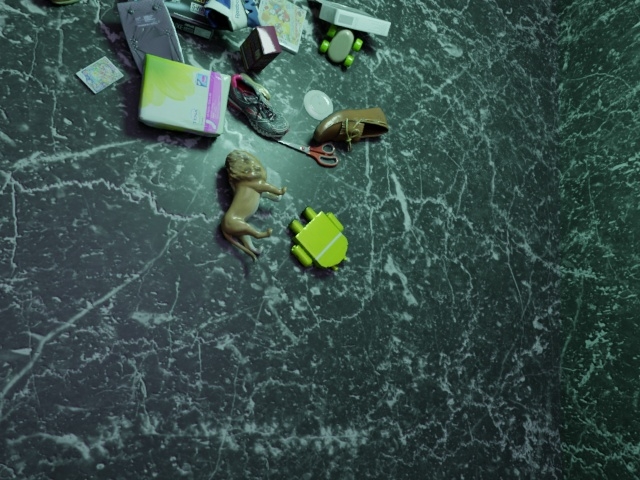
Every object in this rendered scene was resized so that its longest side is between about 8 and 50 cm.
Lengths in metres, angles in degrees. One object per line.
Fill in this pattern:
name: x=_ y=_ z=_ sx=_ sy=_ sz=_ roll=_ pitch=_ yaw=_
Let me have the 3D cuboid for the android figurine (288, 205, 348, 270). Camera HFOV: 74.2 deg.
android figurine: x=0.000 y=0.000 z=1.700 sx=0.273 sy=0.056 sz=0.248 roll=47 pitch=63 yaw=-10

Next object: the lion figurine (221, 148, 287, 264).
lion figurine: x=-0.276 y=-0.128 z=1.547 sx=0.240 sy=0.142 sz=0.392 roll=19 pitch=76 yaw=-14

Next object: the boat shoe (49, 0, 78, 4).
boat shoe: x=-0.821 y=-0.941 z=1.452 sx=0.122 sy=0.120 sz=0.324 roll=42 pitch=65 yaw=-12

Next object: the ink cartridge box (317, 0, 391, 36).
ink cartridge box: x=0.126 y=-1.009 z=1.908 sx=0.296 sy=0.066 sz=0.261 roll=-5 pitch=38 yaw=-33

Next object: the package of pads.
package of pads: x=-0.485 y=-0.501 z=1.510 sx=0.296 sy=0.101 sz=0.229 roll=7 pitch=94 yaw=-24

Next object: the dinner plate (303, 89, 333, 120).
dinner plate: x=-0.006 y=-0.592 z=1.843 sx=0.141 sy=0.017 sz=0.141 roll=6 pitch=75 yaw=-25

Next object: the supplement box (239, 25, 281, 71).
supplement box: x=-0.237 y=-0.747 z=1.653 sx=0.080 sy=0.188 sz=0.104 roll=-21 pitch=100 yaw=-29

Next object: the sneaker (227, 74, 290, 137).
sneaker: x=-0.247 y=-0.517 z=1.653 sx=0.299 sy=0.112 sz=0.121 roll=34 pitch=67 yaw=-17

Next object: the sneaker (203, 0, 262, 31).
sneaker: x=-0.365 y=-0.897 z=1.566 sx=0.182 sy=0.127 sz=0.316 roll=-28 pitch=78 yaw=-10

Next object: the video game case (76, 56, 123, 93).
video game case: x=-0.763 y=-0.573 z=1.466 sx=0.087 sy=0.011 sz=0.122 roll=47 pitch=64 yaw=-11

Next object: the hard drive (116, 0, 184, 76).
hard drive: x=-0.600 y=-0.715 z=1.510 sx=0.171 sy=0.054 sz=0.255 roll=-21 pitch=106 yaw=-18

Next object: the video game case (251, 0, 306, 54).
video game case: x=-0.175 y=-0.943 z=1.825 sx=0.206 sy=0.026 sz=0.227 roll=17 pitch=72 yaw=-23

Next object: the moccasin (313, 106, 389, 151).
moccasin: x=0.138 y=-0.476 z=1.825 sx=0.380 sy=0.139 sz=0.147 roll=-16 pitch=71 yaw=-37

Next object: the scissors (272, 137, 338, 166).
scissors: x=-0.057 y=-0.370 z=1.767 sx=0.297 sy=0.021 sz=0.109 roll=0 pitch=81 yaw=-28

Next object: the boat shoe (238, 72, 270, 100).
boat shoe: x=-0.270 y=-0.605 z=1.692 sx=0.153 sy=0.056 sz=0.048 roll=38 pitch=67 yaw=-11

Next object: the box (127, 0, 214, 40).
box: x=-0.551 y=-0.929 z=1.607 sx=0.307 sy=0.076 sz=0.243 roll=9 pitch=75 yaw=-24

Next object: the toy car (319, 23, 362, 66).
toy car: x=0.102 y=-0.906 z=1.918 sx=0.155 sy=0.149 sz=0.188 roll=26 pitch=43 yaw=-11
